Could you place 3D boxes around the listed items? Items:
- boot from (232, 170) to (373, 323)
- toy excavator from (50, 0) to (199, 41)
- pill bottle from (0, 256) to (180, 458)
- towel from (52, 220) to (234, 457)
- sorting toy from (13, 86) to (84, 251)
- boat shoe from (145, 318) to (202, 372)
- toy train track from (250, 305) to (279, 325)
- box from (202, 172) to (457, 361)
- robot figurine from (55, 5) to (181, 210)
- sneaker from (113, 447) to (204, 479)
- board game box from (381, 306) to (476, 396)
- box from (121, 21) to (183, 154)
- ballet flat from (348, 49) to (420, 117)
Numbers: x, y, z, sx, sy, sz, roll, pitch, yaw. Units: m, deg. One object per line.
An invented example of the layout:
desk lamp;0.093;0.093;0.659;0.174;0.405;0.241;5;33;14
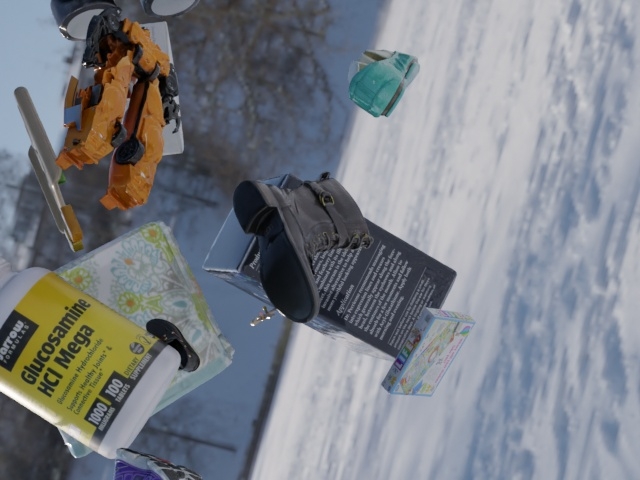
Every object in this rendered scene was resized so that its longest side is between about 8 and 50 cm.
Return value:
boot;0.000;0.000;1.812;0.091;0.229;0.263;-40;64;37
toy excavator;-0.268;-0.548;1.805;0.445;0.433;0.222;97;153;-70
pill bottle;-0.389;0.159;1.725;0.188;0.334;0.188;-58;-1;-2
towel;-0.365;0.170;2.150;0.374;0.320;0.090;-30;6;-36
sorting toy;-0.488;-0.109;2.175;0.307;0.041;0.229;63;163;21
boat shoe;-0.260;0.178;2.035;0.049;0.133;0.042;-55;-29;11
toy train track;-0.071;0.099;1.743;0.083;0.014;0.048;-33;12;-29
box;0.012;0.058;2.306;0.212;0.395;0.293;-62;16;-9
robot figurine;-0.293;-0.200;1.713;0.211;0.085;0.291;48;-144;-42
sneaker;-0.203;0.307;1.458;0.170;0.068;0.071;2;75;53
board game box;0.174;0.182;1.895;0.026;0.103;0.154;45;115;42
box;-0.328;-0.279;2.199;0.181;0.119;0.181;88;173;-54
ballet flat;0.086;-0.236;1.669;0.083;0.087;0.247;-55;1;19
